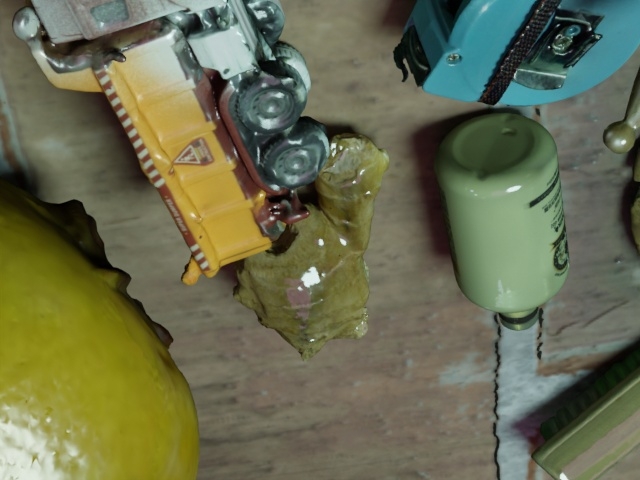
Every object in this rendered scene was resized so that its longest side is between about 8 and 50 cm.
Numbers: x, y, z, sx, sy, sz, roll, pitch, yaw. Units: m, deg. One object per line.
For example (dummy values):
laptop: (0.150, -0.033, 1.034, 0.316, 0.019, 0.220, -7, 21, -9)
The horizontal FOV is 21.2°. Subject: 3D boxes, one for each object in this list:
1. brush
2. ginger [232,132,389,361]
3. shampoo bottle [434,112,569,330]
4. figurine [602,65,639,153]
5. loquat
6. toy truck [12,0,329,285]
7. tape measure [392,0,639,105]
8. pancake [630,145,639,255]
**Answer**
brush: (0.273, 0.083, 1.250, 0.282, 0.048, 0.054, -41, 114, 17)
ginger: (-0.009, 0.000, 1.132, 0.096, 0.067, 0.165, 2, 118, -9)
shampoo bottle: (0.124, -0.002, 1.132, 0.079, 0.079, 0.162, -11, 131, 3)
figurine: (0.264, -0.210, 0.879, 0.166, 0.207, 0.387, 36, 113, -6)
loquat: (-0.249, 0.125, 1.023, 0.359, 0.328, 0.328, -43, 130, -11)
toy truck: (-0.085, -0.109, 0.995, 0.135, 0.114, 0.270, -20, 133, 4)
tape measure: (0.128, -0.137, 1.011, 0.125, 0.081, 0.146, 6, 139, -26)
pancake: (0.301, -0.036, 1.150, 0.199, 0.021, 0.199, -1, 123, -2)
